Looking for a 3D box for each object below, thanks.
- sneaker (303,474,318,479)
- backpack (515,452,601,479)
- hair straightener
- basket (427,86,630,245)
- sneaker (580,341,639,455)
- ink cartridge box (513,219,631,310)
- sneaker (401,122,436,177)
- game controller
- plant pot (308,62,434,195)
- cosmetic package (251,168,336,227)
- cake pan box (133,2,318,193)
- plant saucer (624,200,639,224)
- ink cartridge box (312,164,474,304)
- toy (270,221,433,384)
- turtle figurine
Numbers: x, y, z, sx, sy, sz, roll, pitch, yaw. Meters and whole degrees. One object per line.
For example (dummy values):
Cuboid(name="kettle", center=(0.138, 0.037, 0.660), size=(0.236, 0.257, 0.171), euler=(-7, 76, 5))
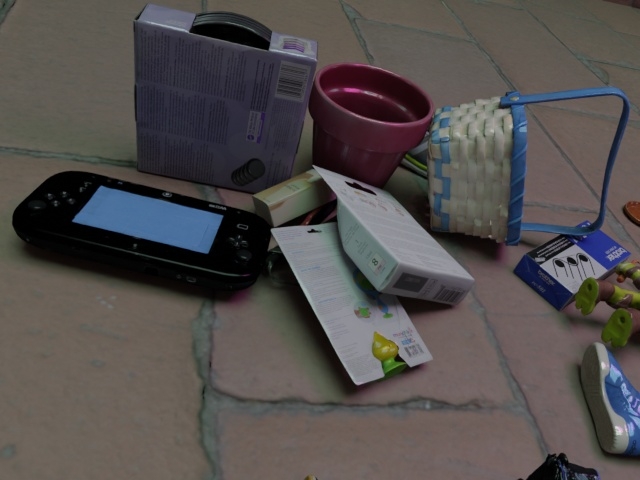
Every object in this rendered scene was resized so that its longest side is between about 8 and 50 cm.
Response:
Cuboid(name="sneaker", center=(0.001, 0.273, 0.538), size=(0.037, 0.032, 0.083), euler=(13, 44, -26))
Cuboid(name="backpack", center=(0.246, 0.290, 0.544), size=(0.084, 0.105, 0.114), euler=(17, 46, 1))
Cuboid(name="hair straightener", center=(0.000, 0.000, 0.817), size=(0.089, 0.047, 0.230), euler=(32, 39, 16))
Cuboid(name="basket", center=(0.320, -0.122, 0.892), size=(0.289, 0.254, 0.201), euler=(5, 36, 15))
Cuboid(name="sneaker", center=(0.402, 0.207, 0.723), size=(0.085, 0.058, 0.152), euler=(9, 45, -1))
Cuboid(name="ink cartridge box", center=(0.430, 0.036, 0.934), size=(0.207, 0.046, 0.097), euler=(-21, 55, -36))
Cuboid(name="sneaker", center=(0.193, -0.205, 1.058), size=(0.300, 0.121, 0.111), euler=(18, 41, 0))
Cuboid(name="game controller", center=(-0.228, -0.019, 0.746), size=(0.320, 0.067, 0.166), euler=(14, 41, -5))
Cuboid(name="plant pot", center=(0.067, -0.174, 0.934), size=(0.202, 0.180, 0.201), euler=(10, 42, -9))
Cuboid(name="cosmetic package", center=(-0.040, -0.067, 0.850), size=(0.115, 0.041, 0.060), euler=(-27, 31, -23))
Cuboid(name="cake pan box", center=(-0.146, -0.197, 0.821), size=(0.246, 0.266, 0.070), euler=(8, 44, -8))
Cuboid(name="plant saucer", center=(0.668, -0.051, 1.140), size=(0.084, 0.013, 0.083), euler=(10, 41, -9))
Cuboid(name="ink cartridge box", center=(0.094, -0.007, 0.811), size=(0.189, 0.066, 0.232), euler=(13, 25, -44))
Cuboid(name="toy", center=(0.032, 0.081, 0.734), size=(0.137, 0.056, 0.237), euler=(-7, 52, -38))
Cuboid(name="turtle figurine", center=(0.505, 0.117, 0.818), size=(0.218, 0.087, 0.269), euler=(5, 48, -23))
